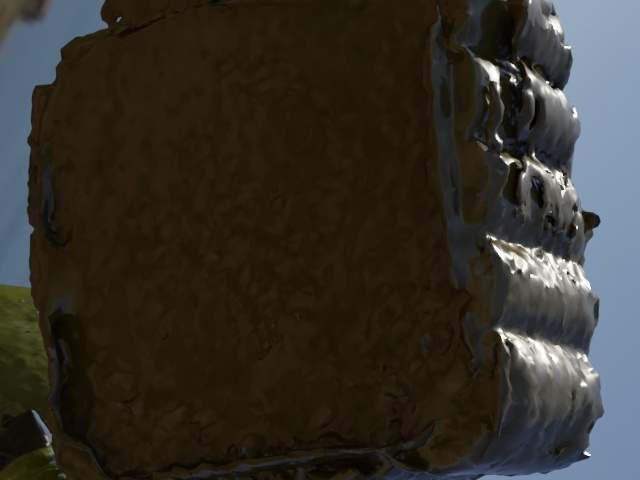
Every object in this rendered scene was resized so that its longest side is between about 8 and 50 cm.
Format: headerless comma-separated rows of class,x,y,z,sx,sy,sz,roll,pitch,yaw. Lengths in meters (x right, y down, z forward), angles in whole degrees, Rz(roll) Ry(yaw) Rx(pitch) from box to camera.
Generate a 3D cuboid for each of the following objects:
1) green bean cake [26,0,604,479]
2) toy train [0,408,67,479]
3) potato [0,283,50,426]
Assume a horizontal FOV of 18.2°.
green bean cake,0.000,0.000,0.838,0.131,0.230,0.224,20,64,-58
toy train,-0.108,0.153,0.927,0.089,0.219,0.127,-32,146,-16
potato,-0.196,0.198,1.250,0.280,0.213,0.330,15,-94,52
